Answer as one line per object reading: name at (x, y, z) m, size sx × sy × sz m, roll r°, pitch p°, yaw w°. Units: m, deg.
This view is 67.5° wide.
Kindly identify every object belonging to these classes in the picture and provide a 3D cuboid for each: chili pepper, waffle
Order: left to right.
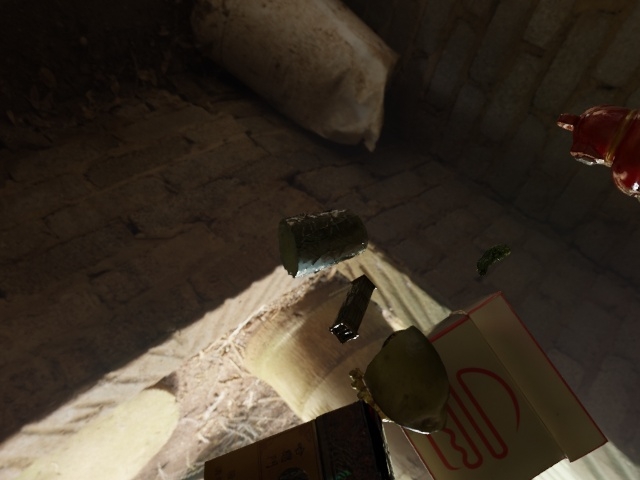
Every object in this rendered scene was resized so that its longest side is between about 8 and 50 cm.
waffle at (0.169, 0.404, 1.248) m, size 0.192 × 0.160 × 0.046 m, roll 11°, pitch 125°, yaw -40°
chili pepper at (0.376, 0.038, 1.047) m, size 0.091 × 0.034 × 0.030 m, roll -39°, pitch -164°, yaw -3°

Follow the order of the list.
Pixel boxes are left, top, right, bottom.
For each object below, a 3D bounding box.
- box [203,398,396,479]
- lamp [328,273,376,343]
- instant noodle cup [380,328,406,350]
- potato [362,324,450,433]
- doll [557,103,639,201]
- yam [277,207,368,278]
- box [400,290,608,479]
box at (-0.044, 0.534, 0.997) m, size 0.415 × 0.264 × 0.116 m, roll -25°, pitch 129°, yaw 12°
lamp at (0.135, 0.270, 1.934) m, size 0.089 × 0.090 × 0.325 m, roll -34°, pitch -167°, yaw 35°
instant noodle cup at (0.249, 0.336, 1.388) m, size 0.151 × 0.151 × 0.122 m, roll -50°, pitch 170°, yaw 0°
potato at (0.152, 0.232, 0.783) m, size 0.081 × 0.149 × 0.120 m, roll -13°, pitch 135°, yaw -45°
doll at (0.539, -0.127, 0.718) m, size 0.183 × 0.363 × 0.160 m, roll 8°, pitch 107°, yaw -60°
yam at (0.000, 0.000, 1.860) m, size 0.348 × 0.241 × 0.241 m, roll -15°, pitch 140°, yaw -31°
box at (0.310, 0.317, 0.990) m, size 0.300 × 0.312 × 0.314 m, roll -34°, pitch 167°, yaw 2°
